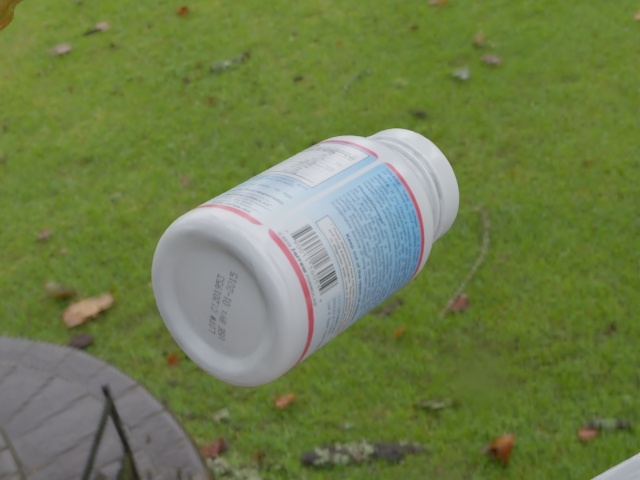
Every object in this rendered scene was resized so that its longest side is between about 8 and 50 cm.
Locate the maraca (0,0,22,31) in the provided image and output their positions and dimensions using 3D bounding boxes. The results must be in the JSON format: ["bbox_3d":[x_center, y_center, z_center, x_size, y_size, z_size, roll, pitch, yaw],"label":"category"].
[{"bbox_3d":[-0.136,-0.093,0.321,0.186,0.099,0.127,-21,50,14],"label":"maraca"}]

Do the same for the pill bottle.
[{"bbox_3d":[0.000,0.000,0.585,0.087,0.087,0.160,16,31,34],"label":"pill bottle"}]

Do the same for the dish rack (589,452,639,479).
[{"bbox_3d":[0.233,0.298,0.717,0.286,0.072,0.332,-30,81,5],"label":"dish rack"}]
